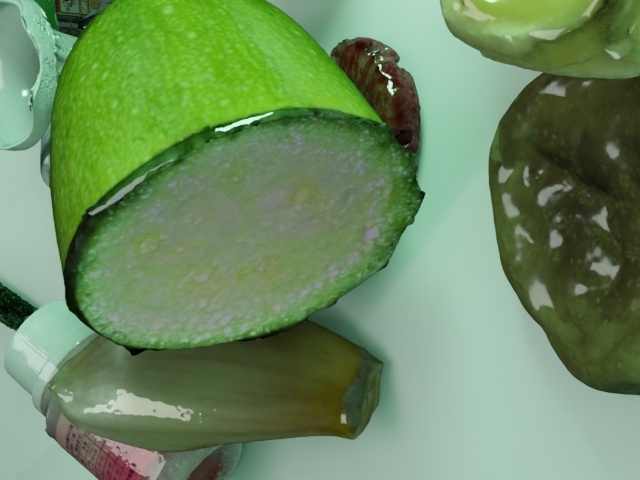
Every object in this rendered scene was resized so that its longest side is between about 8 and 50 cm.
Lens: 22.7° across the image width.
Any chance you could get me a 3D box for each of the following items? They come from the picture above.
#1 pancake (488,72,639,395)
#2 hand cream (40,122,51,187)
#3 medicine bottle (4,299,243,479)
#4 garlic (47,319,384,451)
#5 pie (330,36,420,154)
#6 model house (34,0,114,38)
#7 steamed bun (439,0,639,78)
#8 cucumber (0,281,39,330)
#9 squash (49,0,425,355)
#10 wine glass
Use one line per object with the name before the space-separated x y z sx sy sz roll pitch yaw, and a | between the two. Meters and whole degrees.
pancake | 0.228 -0.028 1.166 0.294 0.049 0.294 -1 89 52
hand cream | -0.289 -0.116 1.799 0.256 0.055 0.088 -110 32 -62
medicine bottle | -0.204 0.170 1.623 0.247 0.147 0.147 38 123 21
garlic | -0.091 0.129 1.482 0.318 0.112 0.143 -3 49 23
pie | 0.035 -0.107 1.428 0.153 0.038 0.153 9 101 54
model house | -0.292 -0.281 1.812 0.117 0.088 0.167 -21 74 52
steamed bun | 0.156 -0.303 1.165 0.247 0.189 0.428 -6 78 28
cucumber | -0.419 0.072 2.039 0.257 0.043 0.044 26 117 49
squash | -0.106 -0.112 1.363 0.310 0.310 0.309 -54 47 40
wine glass | -0.255 -0.176 1.681 0.165 0.196 0.165 7 98 54
